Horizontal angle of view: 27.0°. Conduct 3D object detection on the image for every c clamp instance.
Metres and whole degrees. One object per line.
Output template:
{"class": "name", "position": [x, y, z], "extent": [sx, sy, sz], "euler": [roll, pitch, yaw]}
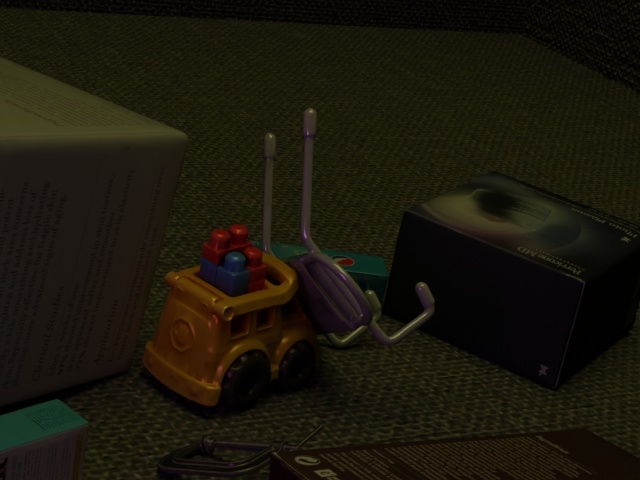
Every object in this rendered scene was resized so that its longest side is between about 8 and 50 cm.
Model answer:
{"class": "c clamp", "position": [-0.095, 0.239, 1.493], "extent": [0.161, 0.022, 0.137], "euler": [-3, 14, 28]}

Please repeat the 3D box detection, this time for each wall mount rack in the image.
{"class": "wall mount rack", "position": [0.000, 0.000, 1.749], "extent": [0.130, 0.304, 0.350], "euler": [-38, 7, -17]}

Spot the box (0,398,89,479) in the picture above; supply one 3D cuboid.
{"class": "box", "position": [-0.349, 0.240, 1.321], "extent": [0.060, 0.100, 0.244], "euler": [28, 27, 37]}

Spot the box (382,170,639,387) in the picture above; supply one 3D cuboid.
{"class": "box", "position": [0.302, 0.046, 1.992], "extent": [0.296, 0.182, 0.294], "euler": [23, 26, 27]}

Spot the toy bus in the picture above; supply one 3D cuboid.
{"class": "toy bus", "position": [-0.097, 0.081, 1.679], "extent": [0.149, 0.211, 0.220], "euler": [27, 25, 36]}

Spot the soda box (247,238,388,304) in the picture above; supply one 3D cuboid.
{"class": "soda box", "position": [-0.011, 0.054, 1.969], "extent": [0.210, 0.067, 0.071], "euler": [7, 23, -9]}

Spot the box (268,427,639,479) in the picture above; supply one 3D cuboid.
{"class": "box", "position": [0.134, 0.295, 1.247], "extent": [0.381, 0.191, 0.143], "euler": [0, 14, -33]}

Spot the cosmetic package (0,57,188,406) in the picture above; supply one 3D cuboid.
{"class": "cosmetic package", "position": [-0.421, -0.021, 1.543], "extent": [0.327, 0.329, 0.394], "euler": [24, 15, 25]}
